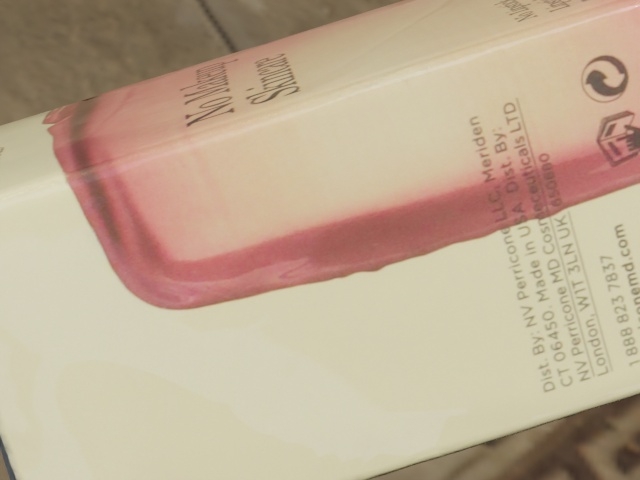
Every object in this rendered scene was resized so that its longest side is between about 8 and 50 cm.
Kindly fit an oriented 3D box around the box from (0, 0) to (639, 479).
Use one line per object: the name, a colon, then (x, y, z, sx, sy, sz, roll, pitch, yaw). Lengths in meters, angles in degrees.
box: (0.000, 0.000, 0.647, 0.232, 0.148, 0.126, -17, 104, -1)
